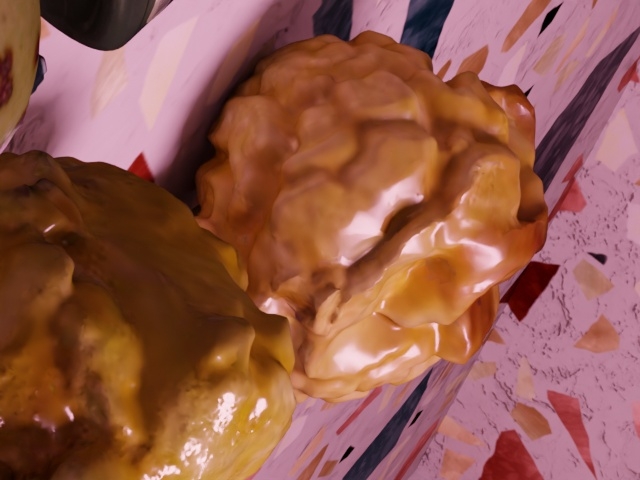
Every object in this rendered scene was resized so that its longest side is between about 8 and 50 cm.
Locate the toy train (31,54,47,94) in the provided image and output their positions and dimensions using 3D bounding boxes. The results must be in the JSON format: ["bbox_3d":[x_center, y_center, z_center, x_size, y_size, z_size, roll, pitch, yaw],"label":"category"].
[{"bbox_3d":[-0.152,-0.136,0.736,0.052,0.051,0.234,-57,159,-32],"label":"toy train"}]

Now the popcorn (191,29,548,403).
[{"bbox_3d":[0.000,0.000,1.276,0.332,0.225,0.265,-32,153,-2],"label":"popcorn"}]

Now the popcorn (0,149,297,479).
[{"bbox_3d":[-0.136,0.076,0.938,0.266,0.233,0.192,-84,-161,-49],"label":"popcorn"}]

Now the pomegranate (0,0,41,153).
[{"bbox_3d":[-0.183,-0.085,0.447,0.214,0.214,0.248,-49,155,-23],"label":"pomegranate"}]

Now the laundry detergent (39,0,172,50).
[{"bbox_3d":[-0.050,-0.194,0.888,0.221,0.078,0.144,-46,160,-31],"label":"laundry detergent"}]
